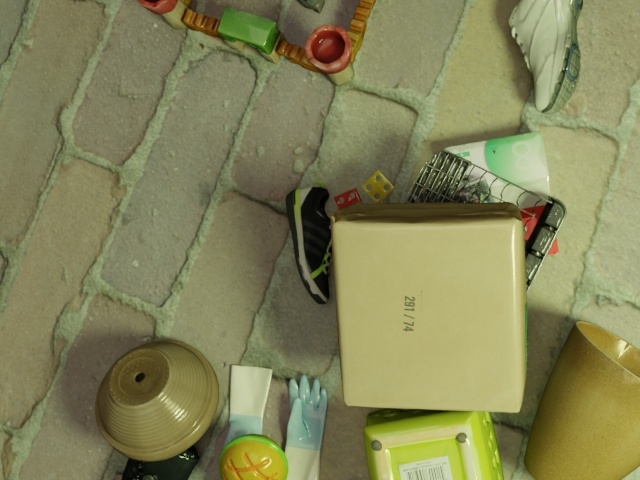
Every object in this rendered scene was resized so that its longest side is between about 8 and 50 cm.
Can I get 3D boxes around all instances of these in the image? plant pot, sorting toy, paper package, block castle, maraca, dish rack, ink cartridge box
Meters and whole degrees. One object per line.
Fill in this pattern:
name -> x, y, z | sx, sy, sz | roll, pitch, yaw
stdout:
plant pot -> 0.191, 0.392, 1.480 | 0.228, 0.207, 0.227 | -11, 80, 10
plant pot -> -0.313, 0.275, 1.600 | 0.237, 0.110, 0.237 | -6, 54, 8
sorting toy -> 0.117, 0.013, 1.591 | 0.132, 0.046, 0.275 | -19, 92, 18
plant pot -> 0.460, 0.304, 1.449 | 0.237, 0.237, 0.254 | 33, 105, 14
paper package -> 0.185, 0.103, 1.446 | 0.309, 0.168, 0.325 | 0, 103, 15
block castle -> -0.101, -0.512, 1.669 | 0.453, 0.213, 0.303 | 22, 86, 14
maraca -> -0.126, 0.425, 1.573 | 0.127, 0.099, 0.186 | 18, 120, 3
dish rack -> 0.278, -0.028, 1.537 | 0.271, 0.074, 0.208 | 26, 94, 5
ink cartridge box -> 0.333, -0.076, 1.601 | 0.180, 0.056, 0.225 | -9, 79, 11

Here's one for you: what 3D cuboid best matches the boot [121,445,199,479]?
boot -> -0.280, 0.486, 1.615 | 0.246, 0.094, 0.207 | 29, 92, 20

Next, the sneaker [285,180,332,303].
sneaker -> 0.000, 0.000, 1.638 | 0.097, 0.084, 0.235 | -14, 79, 8

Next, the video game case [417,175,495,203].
video game case -> 0.244, -0.003, 1.597 | 0.190, 0.022, 0.173 | -22, 92, 13

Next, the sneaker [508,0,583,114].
sneaker -> 0.416, -0.375, 1.616 | 0.129, 0.111, 0.297 | 1, 78, 27

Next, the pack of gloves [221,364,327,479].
pack of gloves -> -0.092, 0.357, 1.624 | 0.195, 0.046, 0.232 | 5, 83, 11
